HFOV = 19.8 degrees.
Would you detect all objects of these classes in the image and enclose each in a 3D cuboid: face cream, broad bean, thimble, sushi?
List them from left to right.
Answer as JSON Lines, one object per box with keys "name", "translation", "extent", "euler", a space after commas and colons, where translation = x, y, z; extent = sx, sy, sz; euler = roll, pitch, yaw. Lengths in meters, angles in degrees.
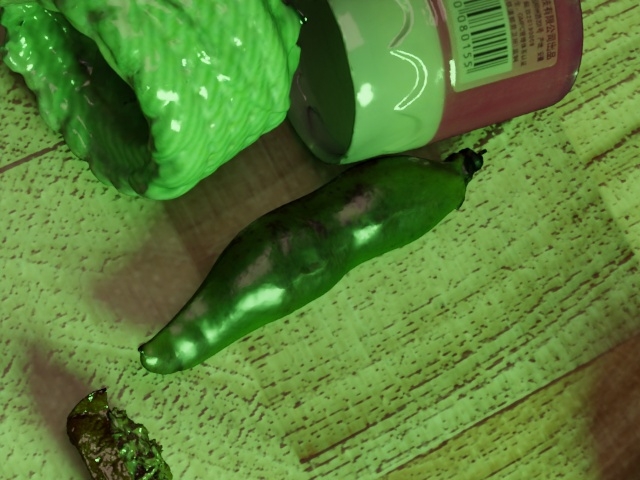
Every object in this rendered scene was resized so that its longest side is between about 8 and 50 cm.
{"name": "sushi", "translation": [-0.134, 0.164, 1.303], "extent": [0.055, 0.052, 0.120], "euler": [-29, 82, -6]}
{"name": "thimble", "translation": [-0.125, -0.147, 1.313], "extent": [0.150, 0.219, 0.219], "euler": [-39, 88, -24]}
{"name": "broad bean", "translation": [0.000, 0.000, 1.377], "extent": [0.339, 0.061, 0.077], "euler": [-29, 120, -21]}
{"name": "face cream", "translation": [0.074, -0.160, 1.387], "extent": [0.195, 0.175, 0.175], "euler": [-16, 80, -21]}
